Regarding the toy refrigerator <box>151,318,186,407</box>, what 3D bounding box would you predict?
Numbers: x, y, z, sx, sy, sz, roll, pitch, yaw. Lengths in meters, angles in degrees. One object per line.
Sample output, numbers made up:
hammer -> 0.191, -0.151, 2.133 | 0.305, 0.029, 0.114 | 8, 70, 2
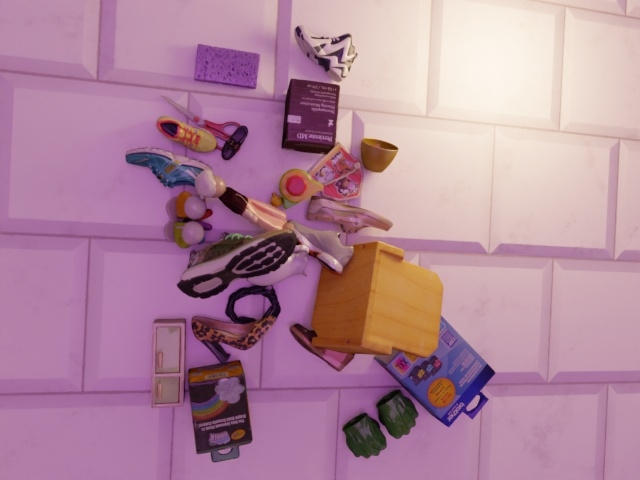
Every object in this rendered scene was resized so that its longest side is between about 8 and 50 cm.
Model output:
toy refrigerator -> -0.490, 0.395, 1.614 | 0.102, 0.094, 0.270 | 2, 91, -13

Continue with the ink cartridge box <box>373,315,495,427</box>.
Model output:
ink cartridge box -> 0.431, 0.468, 1.799 | 0.395, 0.151, 0.270 | 45, 81, -11

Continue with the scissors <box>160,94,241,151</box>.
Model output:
scissors -> -0.401, -0.384, 1.662 | 0.296, 0.021, 0.109 | 19, 88, -14

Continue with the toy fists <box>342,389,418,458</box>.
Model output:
toy fists -> 0.217, 0.661, 1.780 | 0.279, 0.096, 0.142 | -31, 87, -9

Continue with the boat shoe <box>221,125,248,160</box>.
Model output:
boat shoe -> -0.287, -0.327, 1.661 | 0.048, 0.042, 0.133 | 35, 84, -14

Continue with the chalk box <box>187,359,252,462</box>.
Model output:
chalk box -> -0.323, 0.562, 1.613 | 0.180, 0.179, 0.289 | -6, 93, -13

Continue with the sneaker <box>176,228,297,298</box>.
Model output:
sneaker -> -0.272, 0.026, 1.570 | 0.409, 0.158, 0.182 | -22, 54, 12

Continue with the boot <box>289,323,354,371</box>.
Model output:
boot -> 0.036, 0.312, 1.754 | 0.248, 0.090, 0.207 | 38, 69, -7

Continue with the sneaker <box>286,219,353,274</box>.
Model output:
sneaker -> 0.000, 0.000, 1.693 | 0.262, 0.099, 0.121 | 39, 77, 16

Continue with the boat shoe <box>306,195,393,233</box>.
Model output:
boat shoe -> 0.101, -0.072, 1.740 | 0.302, 0.109, 0.098 | 16, 92, -7

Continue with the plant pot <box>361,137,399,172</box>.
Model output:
plant pot -> 0.199, -0.294, 1.756 | 0.134, 0.134, 0.095 | 8, 115, -13

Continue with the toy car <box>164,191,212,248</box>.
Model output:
toy car -> -0.413, -0.064, 1.616 | 0.136, 0.159, 0.182 | 5, 89, -49

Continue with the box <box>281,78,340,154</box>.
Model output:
box -> -0.035, -0.408, 1.666 | 0.168, 0.167, 0.203 | 4, 89, -9

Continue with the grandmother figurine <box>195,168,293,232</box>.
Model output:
grandmother figurine -> -0.253, -0.118, 1.605 | 0.342, 0.207, 0.104 | 32, 86, -33

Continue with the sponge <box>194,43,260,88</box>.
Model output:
sponge -> -0.313, -0.583, 1.675 | 0.209, 0.031, 0.117 | 5, 90, -13

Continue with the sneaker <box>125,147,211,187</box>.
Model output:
sneaker -> -0.489, -0.225, 1.597 | 0.275, 0.107, 0.110 | 15, 83, -12

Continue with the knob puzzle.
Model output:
knob puzzle -> 0.074, -0.225, 1.768 | 0.212, 0.030, 0.213 | 0, 90, -13

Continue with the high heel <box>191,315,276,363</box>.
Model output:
high heel -> -0.289, 0.274, 1.631 | 0.261, 0.093, 0.186 | -34, 104, 13

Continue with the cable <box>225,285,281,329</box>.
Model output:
cable -> -0.232, 0.231, 1.701 | 0.184, 0.047, 0.151 | -16, 102, -8

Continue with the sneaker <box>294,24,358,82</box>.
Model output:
sneaker -> 0.033, -0.683, 1.721 | 0.235, 0.094, 0.153 | 40, 81, -10

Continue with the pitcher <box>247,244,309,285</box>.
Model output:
pitcher -> -0.143, 0.070, 1.649 | 0.206, 0.178, 0.126 | -6, 59, -12

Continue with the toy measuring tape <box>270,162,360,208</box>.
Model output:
toy measuring tape -> -0.030, -0.216, 1.692 | 0.330, 0.121, 0.122 | -29, 97, -4

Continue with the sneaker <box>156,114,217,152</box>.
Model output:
sneaker -> -0.437, -0.339, 1.611 | 0.208, 0.094, 0.082 | 19, 100, -11

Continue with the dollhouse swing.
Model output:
dollhouse swing -> 0.198, 0.224, 1.705 | 0.304, 0.315, 0.347 | 27, 64, -39
